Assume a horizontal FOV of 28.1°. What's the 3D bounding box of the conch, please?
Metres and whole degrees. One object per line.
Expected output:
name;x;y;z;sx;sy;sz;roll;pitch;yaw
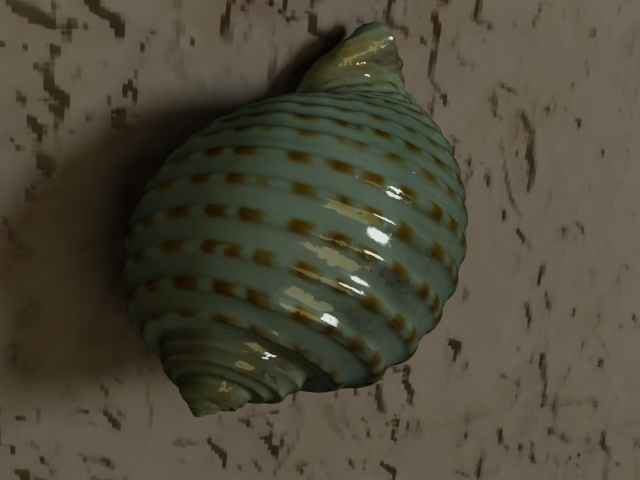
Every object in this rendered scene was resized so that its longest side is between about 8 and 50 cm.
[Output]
conch;0.003;0.005;0.473;0.153;0.102;0.135;-41;140;-11
